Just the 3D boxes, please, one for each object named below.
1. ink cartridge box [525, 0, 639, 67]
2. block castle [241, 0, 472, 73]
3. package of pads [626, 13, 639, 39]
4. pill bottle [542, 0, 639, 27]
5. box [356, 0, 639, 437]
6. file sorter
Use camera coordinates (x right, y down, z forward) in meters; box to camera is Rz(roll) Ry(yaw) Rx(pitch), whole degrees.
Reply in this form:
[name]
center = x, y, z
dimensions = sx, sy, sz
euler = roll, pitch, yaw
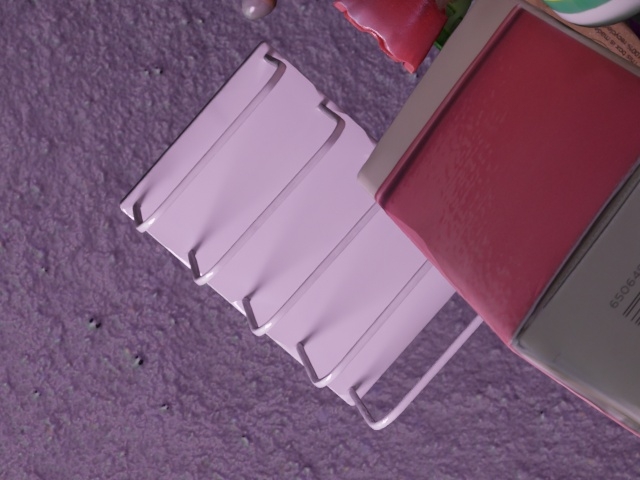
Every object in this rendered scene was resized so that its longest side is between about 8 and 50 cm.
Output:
[ink cartridge box]
center = 0.202, -0.092, 1.049
dimensions = 0.234, 0.088, 0.193
euler = 41, -153, -2
[block castle]
center = 0.157, -0.134, 1.585
dimensions = 0.453, 0.213, 0.303
euler = 40, -176, -32
[package of pads]
center = 0.294, -0.026, 0.817
dimensions = 0.296, 0.101, 0.229
euler = 39, -175, -30
[pill bottle]
center = 0.081, -0.199, 0.768
dimensions = 0.208, 0.117, 0.117
euler = 40, -176, -21
[box]
center = 0.135, -0.009, 0.827
dimensions = 0.148, 0.127, 0.232
euler = 32, -172, -23
[file sorter]
center = 0.000, 0.000, 1.494
dimensions = 0.277, 0.193, 0.173
euler = 41, -178, -13
